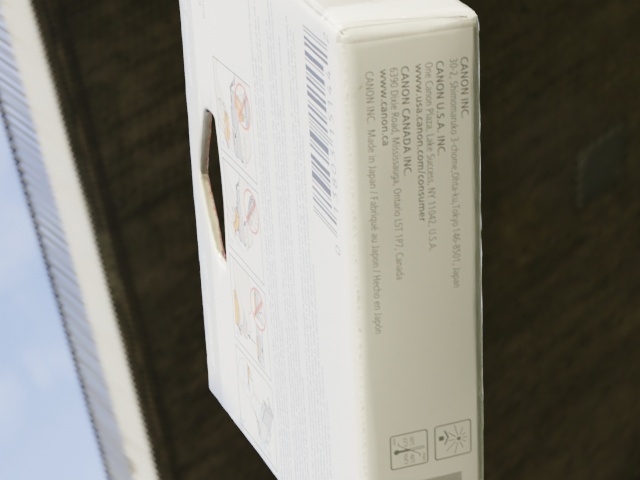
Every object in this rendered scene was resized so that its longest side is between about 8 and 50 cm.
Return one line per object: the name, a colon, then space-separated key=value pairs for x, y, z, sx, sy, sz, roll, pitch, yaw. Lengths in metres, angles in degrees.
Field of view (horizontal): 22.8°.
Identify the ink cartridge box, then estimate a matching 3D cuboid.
ink cartridge box: x=0.000 y=0.000 z=0.778 sx=0.066 sy=0.261 sz=0.296 roll=-10 pitch=-64 yaw=-16
